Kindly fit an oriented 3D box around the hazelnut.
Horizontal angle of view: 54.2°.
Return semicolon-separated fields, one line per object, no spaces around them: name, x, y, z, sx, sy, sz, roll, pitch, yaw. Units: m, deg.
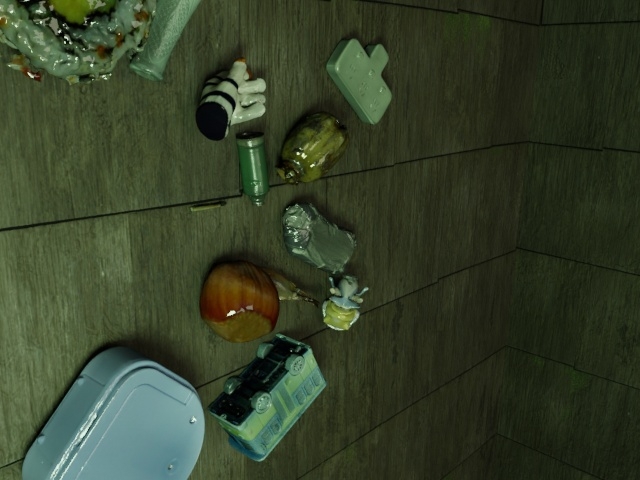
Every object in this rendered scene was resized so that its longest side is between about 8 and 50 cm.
hazelnut;-0.212;0.159;1.601;0.210;0.210;0.186;-1;126;-48

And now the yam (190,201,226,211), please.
yam;-0.277;-0.086;1.562;0.107;0.014;0.014;-14;112;-45

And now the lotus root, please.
lotus root;-0.032;-0.235;1.697;0.278;0.154;0.154;-51;134;-26

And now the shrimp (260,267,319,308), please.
shrimp;-0.121;0.158;1.778;0.262;0.066;0.117;33;91;-33

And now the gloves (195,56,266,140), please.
gloves;-0.218;-0.339;1.488;0.218;0.132;0.140;-78;149;-48

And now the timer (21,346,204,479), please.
timer;-0.440;0.460;1.426;0.395;0.173;0.394;-16;112;-45

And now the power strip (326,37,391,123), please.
power strip;0.135;-0.496;1.864;0.265;0.059;0.193;45;68;-44

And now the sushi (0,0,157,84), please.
sushi;-0.456;-0.477;1.119;0.418;0.176;0.417;-17;114;-44

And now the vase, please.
vase;-0.332;-0.452;1.335;0.096;0.096;0.219;26;85;-49

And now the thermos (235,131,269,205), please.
thermos;-0.174;-0.182;1.614;0.073;0.083;0.187;-14;115;-22

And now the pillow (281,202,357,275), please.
pillow;0.000;0.000;1.839;0.335;0.093;0.161;29;75;-48

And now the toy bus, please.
toy bus;-0.145;0.435;1.766;0.312;0.152;0.190;-45;131;-31

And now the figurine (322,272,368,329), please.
figurine;0.070;0.191;1.935;0.208;0.129;0.183;-9;115;-87
